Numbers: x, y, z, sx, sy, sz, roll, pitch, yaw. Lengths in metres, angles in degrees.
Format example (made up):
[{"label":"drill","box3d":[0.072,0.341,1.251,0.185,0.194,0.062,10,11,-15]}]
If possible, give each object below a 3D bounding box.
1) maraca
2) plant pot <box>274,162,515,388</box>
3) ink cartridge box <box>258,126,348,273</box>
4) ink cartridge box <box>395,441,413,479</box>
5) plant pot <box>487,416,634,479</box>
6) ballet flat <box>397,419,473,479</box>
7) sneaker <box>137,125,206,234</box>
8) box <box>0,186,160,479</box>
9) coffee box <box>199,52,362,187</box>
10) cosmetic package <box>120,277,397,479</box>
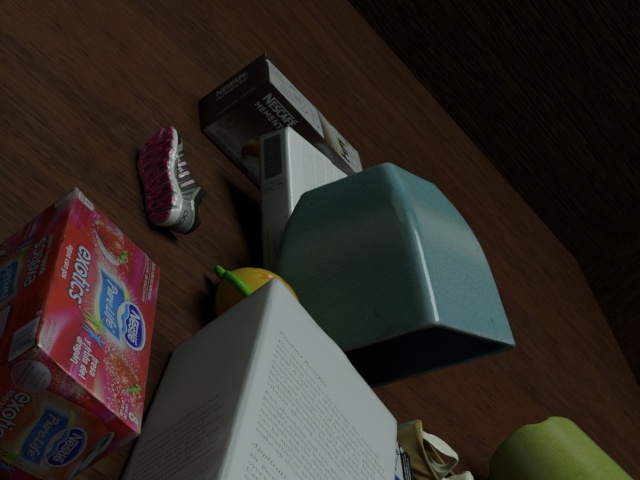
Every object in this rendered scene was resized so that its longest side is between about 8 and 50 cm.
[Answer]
[{"label":"maraca","box3d":[-0.083,0.085,1.580,0.127,0.099,0.185,56,-10,-20]},{"label":"plant pot","box3d":[0.084,0.043,1.712,0.248,0.247,0.252,20,55,-55]},{"label":"ink cartridge box","box3d":[0.000,0.000,1.894,0.239,0.060,0.275,36,43,-50]},{"label":"ink cartridge box","box3d":[0.081,0.313,1.652,0.097,0.046,0.207,50,13,-17]},{"label":"plant pot","box3d":[0.405,0.434,2.046,0.276,0.276,0.254,40,11,-42]},{"label":"ballet flat","box3d":[0.183,0.350,1.846,0.232,0.073,0.080,48,19,-24]},{"label":"sneaker","box3d":[-0.189,-0.073,1.635,0.075,0.063,0.170,40,28,-42]},{"label":"box","box3d":[-0.232,0.085,1.100,0.122,0.128,0.257,48,18,-26]},{"label":"coffee box","box3d":[-0.061,-0.159,2.013,0.246,0.141,0.098,46,20,-33]},{"label":"cosmetic package","box3d":[-0.057,0.246,1.225,0.230,0.161,0.453,51,17,-14]}]
